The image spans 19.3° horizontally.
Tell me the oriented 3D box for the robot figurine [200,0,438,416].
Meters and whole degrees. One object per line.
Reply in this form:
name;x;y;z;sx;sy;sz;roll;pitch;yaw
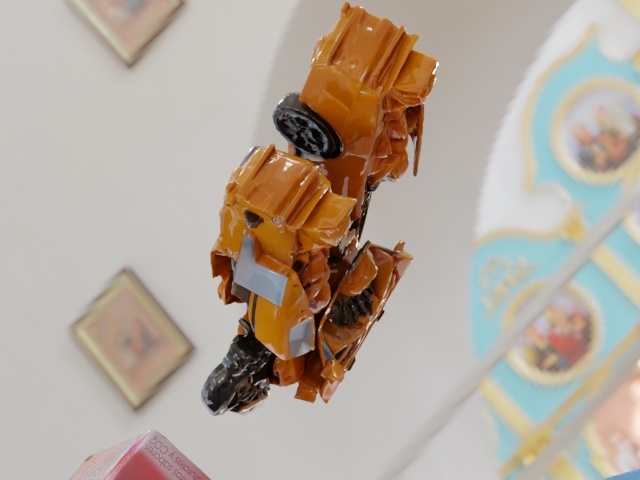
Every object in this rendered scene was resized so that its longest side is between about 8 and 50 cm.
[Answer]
robot figurine;0.000;0.000;1.132;0.211;0.085;0.291;-58;-13;-24

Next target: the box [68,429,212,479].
box;-0.060;0.273;1.164;0.142;0.300;0.154;-50;9;-24

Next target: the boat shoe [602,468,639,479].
boat shoe;0.218;0.126;0.698;0.258;0.089;0.109;-12;-38;1
